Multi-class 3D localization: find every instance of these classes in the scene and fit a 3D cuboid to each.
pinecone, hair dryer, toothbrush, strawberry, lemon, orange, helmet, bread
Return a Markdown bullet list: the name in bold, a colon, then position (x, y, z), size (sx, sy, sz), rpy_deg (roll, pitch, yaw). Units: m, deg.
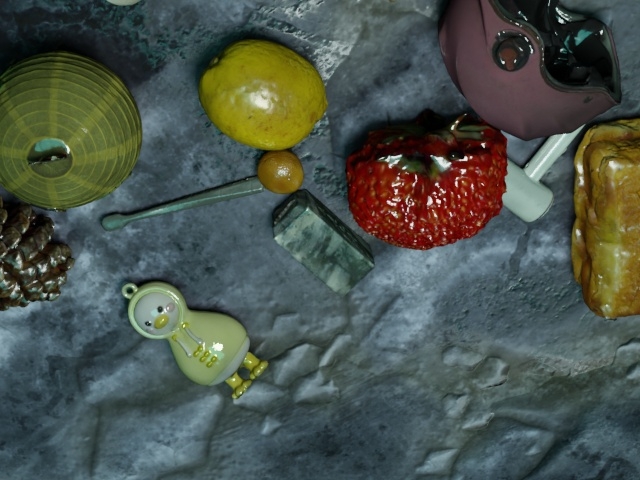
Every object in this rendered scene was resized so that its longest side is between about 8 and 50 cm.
- **pinecone**: position (-0.518, 0.023, 1.582), size (0.205, 0.179, 0.184), rpy_deg (8, 131, -38)
- **hair dryer**: position (0.383, -0.154, 1.609), size (0.131, 0.073, 0.236), rpy_deg (34, 107, -18)
- **toothbrush**: position (-0.234, -0.065, 1.636), size (0.298, 0.030, 0.030), rpy_deg (-14, 108, 2)
- **strawberry**: position (0.176, -0.080, 1.534), size (0.261, 0.261, 0.257), rpy_deg (-7, 108, 0)
- **lemon**: position (-0.089, -0.227, 1.486), size (0.207, 0.170, 0.170), rpy_deg (24, 113, -21)
- **orange**: position (-0.066, -0.115, 1.593), size (0.085, 0.085, 0.085), rpy_deg (-2, 117, -3)
- **helmet**: position (0.294, -0.291, 1.439), size (0.338, 0.271, 0.197), rpy_deg (36, 131, -16)
- **bread**: position (0.533, -0.036, 1.633), size (0.195, 0.148, 0.343), rpy_deg (-6, 119, 0)

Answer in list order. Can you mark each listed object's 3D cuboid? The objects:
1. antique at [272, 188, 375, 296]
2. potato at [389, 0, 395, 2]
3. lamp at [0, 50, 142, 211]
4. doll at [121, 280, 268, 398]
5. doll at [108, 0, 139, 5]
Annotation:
- **antique**: position (0.000, 0.000, 1.650), size (0.086, 0.088, 0.183), rpy_deg (-43, 112, 16)
- **potato**: position (0.051, -0.491, 1.311), size (0.190, 0.264, 0.211), rpy_deg (22, 120, -25)
- **lamp**: position (-0.393, -0.156, 1.437), size (0.250, 0.284, 0.250), rpy_deg (-4, 115, -8)
- **doll**: position (-0.236, 0.171, 1.706), size (0.296, 0.117, 0.141), rpy_deg (35, 107, -19)
- **doll**: position (-0.187, -0.480, 1.276), size (0.371, 0.215, 0.226), rpy_deg (-10, 132, 37)
